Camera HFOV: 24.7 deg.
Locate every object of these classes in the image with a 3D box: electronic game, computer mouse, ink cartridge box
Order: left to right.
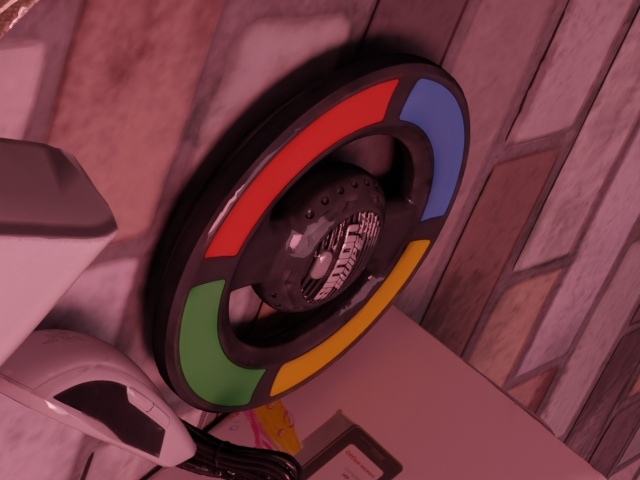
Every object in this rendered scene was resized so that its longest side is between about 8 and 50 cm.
[{"bbox_3d":[-0.092,0.082,0.722,0.193,0.106,0.042,39,76,-54],"label":"computer mouse"},{"bbox_3d":[0.000,0.000,0.798,0.229,0.048,0.229,-36,149,-26],"label":"electronic game"},{"bbox_3d":[0.012,0.217,0.914,0.270,0.197,0.198,-37,149,-25],"label":"ink cartridge box"}]

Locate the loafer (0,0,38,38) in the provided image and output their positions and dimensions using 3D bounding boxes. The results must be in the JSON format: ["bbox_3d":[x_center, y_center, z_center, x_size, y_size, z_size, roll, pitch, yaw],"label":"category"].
[{"bbox_3d":[-0.152,-0.067,0.459,0.251,0.094,0.087,-39,155,-3],"label":"loafer"}]

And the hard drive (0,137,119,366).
[{"bbox_3d":[-0.248,0.097,0.456,0.353,0.047,0.233,-47,155,23],"label":"hard drive"}]
